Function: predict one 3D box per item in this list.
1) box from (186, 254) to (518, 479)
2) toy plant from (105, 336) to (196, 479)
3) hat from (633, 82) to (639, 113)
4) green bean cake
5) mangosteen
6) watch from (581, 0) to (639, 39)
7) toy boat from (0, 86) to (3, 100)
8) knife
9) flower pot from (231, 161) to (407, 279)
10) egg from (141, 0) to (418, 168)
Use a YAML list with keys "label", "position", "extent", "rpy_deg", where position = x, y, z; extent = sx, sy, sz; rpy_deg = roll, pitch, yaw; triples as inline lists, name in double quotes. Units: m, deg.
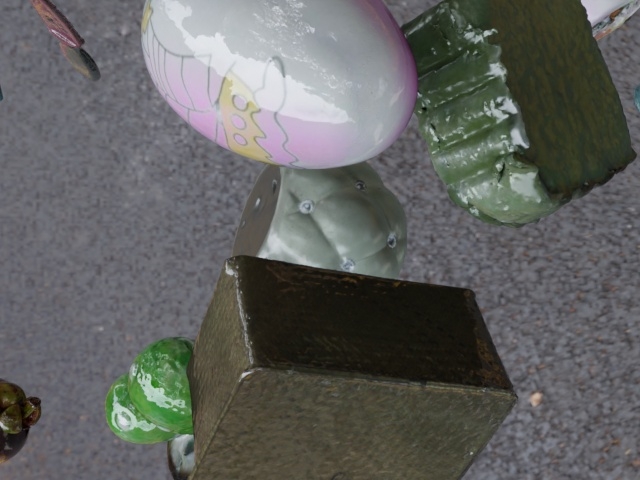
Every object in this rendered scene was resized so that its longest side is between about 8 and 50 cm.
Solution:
- label: "box"
  position: [0.018, 0.140, 0.931]
  extent: [0.143, 0.273, 0.184]
  rpy_deg: [-105, 32, -47]
- label: "toy plant"
  position: [-0.138, 0.197, 1.133]
  extent: [0.218, 0.235, 0.176]
  rpy_deg: [-29, 44, 49]
- label: "hat"
  position: [0.502, -0.184, 1.311]
  extent: [0.191, 0.078, 0.138]
  rpy_deg: [-41, 71, -17]
- label: "green bean cake"
  position: [0.192, -0.133, 0.945]
  extent: [0.125, 0.222, 0.227]
  rpy_deg: [-28, 86, 45]
- label: "mangosteen"
  position: [-0.295, 0.163, 0.881]
  extent: [0.080, 0.081, 0.081]
  rpy_deg: [1, 91, 35]
- label: "watch"
  position: [0.328, -0.379, 1.377]
  extent: [0.196, 0.244, 0.231]
  rpy_deg: [-37, 83, 26]
- label: "toy boat"
  position: [-0.461, -0.241, 1.191]
  extent: [0.091, 0.110, 0.175]
  rpy_deg: [-134, 31, -57]
- label: "knife"
  position: [-0.241, -0.191, 0.930]
  extent: [0.035, 0.247, 0.018]
  rpy_deg: [29, 83, 3]
- label: "flower pot"
  position: [0.000, 0.000, 1.319]
  extent: [0.246, 0.195, 0.246]
  rpy_deg: [-55, 24, 40]
- label: "egg"
  position: [-0.038, -0.159, 0.848]
  extent: [0.271, 0.196, 0.196]
  rpy_deg: [48, 116, 30]
